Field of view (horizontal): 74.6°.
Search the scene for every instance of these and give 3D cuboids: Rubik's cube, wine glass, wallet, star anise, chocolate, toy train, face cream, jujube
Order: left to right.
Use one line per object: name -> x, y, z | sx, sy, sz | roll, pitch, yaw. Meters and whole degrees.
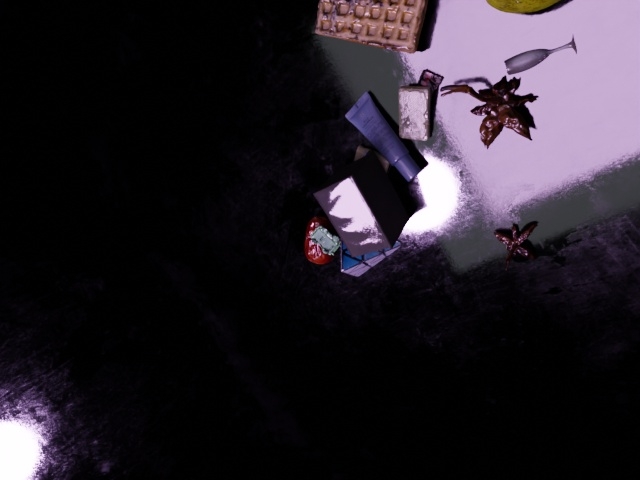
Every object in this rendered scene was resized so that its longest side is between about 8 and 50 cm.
jujube -> 0.000, 0.000, 2.012 | 0.155, 0.155, 0.230 | 14, 111, 26
toy train -> 0.026, 0.003, 1.906 | 0.149, 0.081, 0.099 | 40, 89, -8
Rubik's cube -> 0.181, 0.052, 1.922 | 0.229, 0.233, 0.228 | -65, 26, 0
wallet -> 0.217, -0.324, 1.774 | 0.155, 0.039, 0.110 | 26, 124, 20
face cream -> 0.259, -0.403, 1.683 | 0.385, 0.086, 0.135 | 52, 126, 6
chocolate -> 0.381, -0.536, 1.570 | 0.086, 0.028, 0.183 | 32, 126, 14
star anise -> 0.566, -0.446, 1.425 | 0.346, 0.148, 0.238 | 30, 124, 4
star anise -> 0.725, 0.021, 1.569 | 0.158, 0.144, 0.141 | -4, 103, 35
wine glass -> 0.692, -0.581, 1.330 | 0.197, 0.066, 0.066 | -11, 107, 35

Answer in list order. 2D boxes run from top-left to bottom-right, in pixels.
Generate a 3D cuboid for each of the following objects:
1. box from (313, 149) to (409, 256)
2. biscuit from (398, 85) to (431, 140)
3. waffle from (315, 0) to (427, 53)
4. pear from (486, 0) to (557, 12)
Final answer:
box -> 0.175, -0.145, 1.725 | 0.204, 0.251, 0.345 | -17, 113, 38
biscuit -> 0.354, -0.478, 1.584 | 0.121, 0.040, 0.200 | 15, 134, 30
waffle -> 0.179, -0.820, 1.456 | 0.375, 0.114, 0.261 | 17, 121, 12
pear -> 0.592, -0.814, 1.094 | 0.390, 0.391, 0.392 | 14, 120, 26
